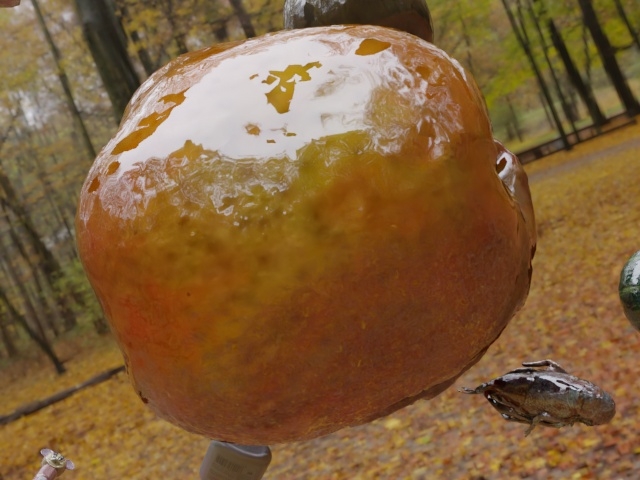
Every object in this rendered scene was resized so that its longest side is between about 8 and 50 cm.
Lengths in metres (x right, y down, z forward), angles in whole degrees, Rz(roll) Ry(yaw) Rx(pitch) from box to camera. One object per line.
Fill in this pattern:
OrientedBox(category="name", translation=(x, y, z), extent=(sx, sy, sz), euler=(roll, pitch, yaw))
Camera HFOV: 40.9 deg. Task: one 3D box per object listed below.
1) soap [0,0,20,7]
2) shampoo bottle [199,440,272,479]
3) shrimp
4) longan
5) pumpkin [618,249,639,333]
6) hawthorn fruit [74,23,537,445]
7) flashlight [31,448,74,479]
OrientedBox(category="soap", translation=(-0.423, -0.356, 0.942), extent=(0.138, 0.182, 0.199), euler=(-4, 17, -41))
OrientedBox(category="shampoo bottle", translation=(-0.118, 0.306, 1.123), extent=(0.165, 0.080, 0.040), euler=(114, 177, -45))
OrientedBox(category="shrimp", translation=(0.254, 0.187, 1.023), extent=(0.190, 0.073, 0.075), euler=(-3, 36, 28))
OrientedBox(category="longan", translation=(0.050, -0.280, 1.138), extent=(0.196, 0.220, 0.196), euler=(-33, 22, 15))
OrientedBox(category="pumpkin", translation=(0.548, 0.082, 1.344), extent=(0.167, 0.167, 0.125), euler=(-22, 2, -3))
OrientedBox(category="hawthorn fruit", translation=(0.000, 0.000, 0.906), extent=(0.472, 0.472, 0.472), euler=(-22, 2, 1))
OrientedBox(category="flashlight", translation=(-0.367, 0.315, 1.146), extent=(0.031, 0.052, 0.110), euler=(-58, 4, 19))
